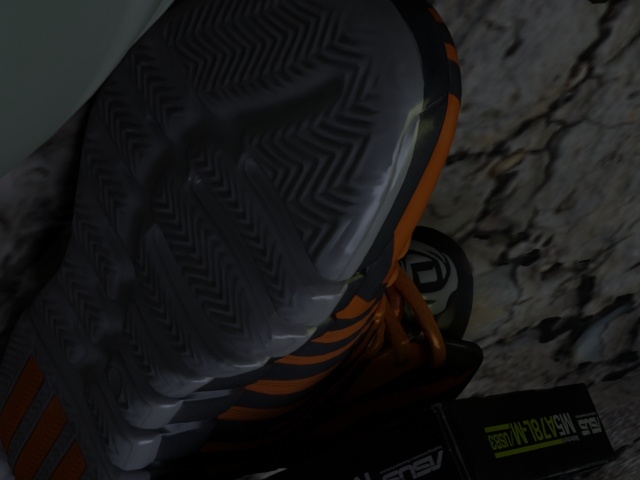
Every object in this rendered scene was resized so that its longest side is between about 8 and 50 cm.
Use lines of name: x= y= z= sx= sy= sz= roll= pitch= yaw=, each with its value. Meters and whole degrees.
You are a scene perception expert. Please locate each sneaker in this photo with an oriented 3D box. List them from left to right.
sneaker: x=0.000 y=0.000 z=0.705 sx=0.180 sy=0.124 sz=0.321 roll=-12 pitch=157 yaw=-35

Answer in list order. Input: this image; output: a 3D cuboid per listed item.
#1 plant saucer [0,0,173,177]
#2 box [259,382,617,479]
plant saucer: x=-0.192 y=-0.046 z=0.372 sx=0.400 sy=0.100 sz=0.400 roll=-14 pitch=157 yaw=-6
box: x=0.009 y=0.115 z=0.759 sx=0.190 sy=0.045 sz=0.184 roll=-26 pitch=166 yaw=21
